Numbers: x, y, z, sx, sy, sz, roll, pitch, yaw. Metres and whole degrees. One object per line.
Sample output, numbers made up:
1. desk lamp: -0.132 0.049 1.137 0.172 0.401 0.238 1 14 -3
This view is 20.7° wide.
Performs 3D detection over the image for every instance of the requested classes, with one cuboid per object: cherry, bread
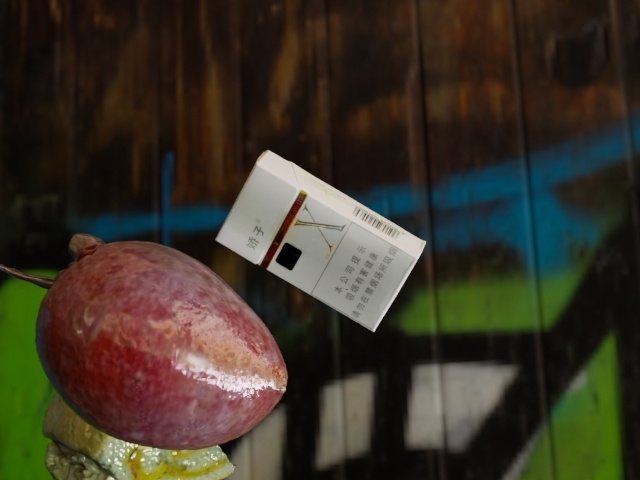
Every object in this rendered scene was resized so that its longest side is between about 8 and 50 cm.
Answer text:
1. cherry: -0.114 0.031 0.825 0.225 0.090 0.107 24 -163 22
2. bread: -0.144 0.155 1.311 0.103 0.110 0.156 26 160 42

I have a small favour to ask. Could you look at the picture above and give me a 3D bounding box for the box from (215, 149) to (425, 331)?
1. box: 0.000 0.000 1.449 0.154 0.040 0.084 30 121 1
